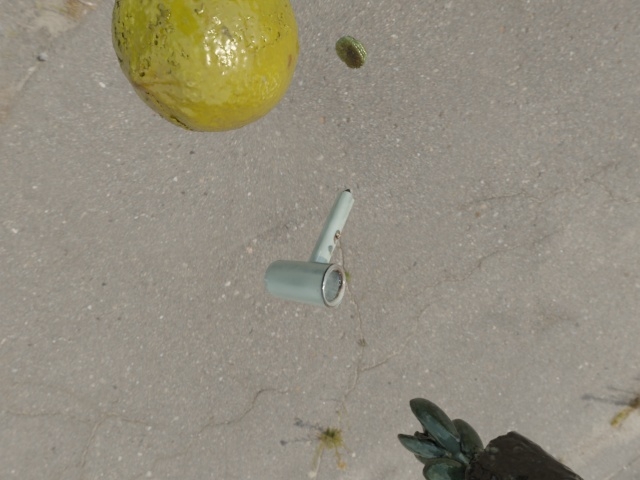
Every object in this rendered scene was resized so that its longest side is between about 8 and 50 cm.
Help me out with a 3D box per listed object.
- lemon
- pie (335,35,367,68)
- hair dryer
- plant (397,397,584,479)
[{"bbox_3d":[-0.164,-0.304,0.648,0.257,0.310,0.258,21,127,30],"label":"lemon"},{"bbox_3d":[0.072,-0.444,0.983,0.084,0.084,0.020,42,66,-18],"label":"pie"},{"bbox_3d":[0.000,0.000,0.744,0.073,0.131,0.237,50,54,-47],"label":"hair dryer"},{"bbox_3d":[0.242,0.357,0.637,0.149,0.274,0.147,-8,105,-38],"label":"plant"}]
